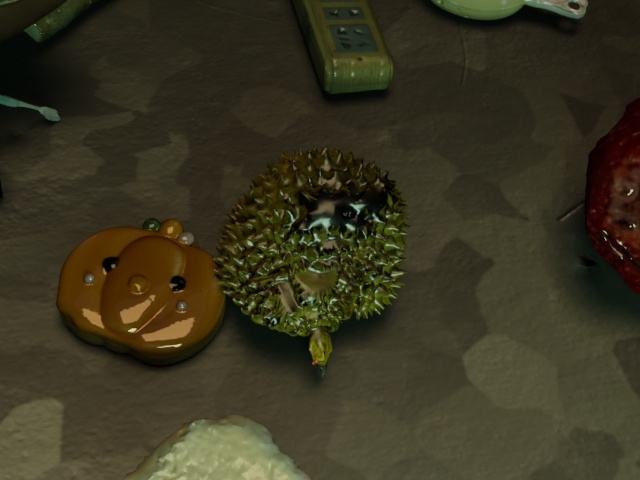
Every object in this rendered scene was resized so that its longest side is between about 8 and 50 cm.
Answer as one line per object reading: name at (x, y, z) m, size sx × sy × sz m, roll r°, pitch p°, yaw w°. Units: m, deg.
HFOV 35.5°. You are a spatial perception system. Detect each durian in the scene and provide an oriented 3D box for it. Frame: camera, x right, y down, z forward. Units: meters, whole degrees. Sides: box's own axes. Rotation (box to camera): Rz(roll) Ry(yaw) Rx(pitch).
durian at (0.000, 0.000, 0.983) m, size 0.193 × 0.138 × 0.237 m, roll 4°, pitch 51°, yaw -19°

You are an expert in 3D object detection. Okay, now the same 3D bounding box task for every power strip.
power strip at (0.005, -0.339, 1.311) m, size 0.092 × 0.066 × 0.387 m, roll -6°, pitch 52°, yaw -15°

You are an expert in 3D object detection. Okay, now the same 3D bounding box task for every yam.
yam at (-0.286, -0.332, 1.272) m, size 0.061 × 0.061 × 0.253 m, roll 31°, pitch 55°, yaw 17°

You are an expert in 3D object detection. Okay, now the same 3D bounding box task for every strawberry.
strawberry at (0.410, -0.052, 1.050) m, size 0.274 × 0.274 × 0.220 m, roll 21°, pitch 15°, yaw 9°

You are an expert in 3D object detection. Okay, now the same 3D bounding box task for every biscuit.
biscuit at (-0.172, 0.039, 0.995) m, size 0.170 × 0.050 × 0.170 m, roll 4°, pitch 51°, yaw -5°

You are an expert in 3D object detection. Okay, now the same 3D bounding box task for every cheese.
cheese at (0.247, -0.343, 1.347) m, size 0.227 × 0.064 × 0.137 m, roll 20°, pitch 53°, yaw 7°

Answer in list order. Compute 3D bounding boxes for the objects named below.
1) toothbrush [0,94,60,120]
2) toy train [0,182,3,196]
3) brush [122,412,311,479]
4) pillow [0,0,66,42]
toothbrush at (-0.338, -0.149, 1.078) m, size 0.014 × 0.011 × 0.167 m, roll 51°, pitch 17°, yaw 20°
toy train at (-0.443, -0.088, 1.041) m, size 0.204 × 0.083 × 0.131 m, roll -16°, pitch 57°, yaw -18°
brush at (-0.043, 0.278, 0.751) m, size 0.174 × 0.166 × 0.267 m, roll -32°, pitch 64°, yaw -28°
pillow at (-0.440, -0.247, 1.099) m, size 0.308 × 0.108 × 0.305 m, roll -33°, pitch 29°, yaw -27°
